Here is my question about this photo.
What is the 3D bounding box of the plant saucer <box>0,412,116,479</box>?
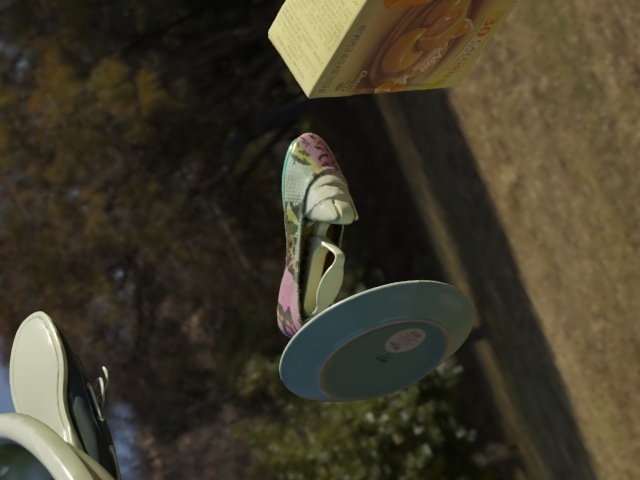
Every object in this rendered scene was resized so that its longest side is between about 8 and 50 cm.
[{"bbox_3d":[-0.163,0.318,1.061,0.400,0.100,0.400,20,114,53],"label":"plant saucer"}]

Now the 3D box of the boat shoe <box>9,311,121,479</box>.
[{"bbox_3d":[-0.285,0.198,1.638,0.079,0.095,0.254,15,-140,-48],"label":"boat shoe"}]

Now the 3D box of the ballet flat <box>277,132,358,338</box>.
[{"bbox_3d":[0.000,0.000,1.495,0.079,0.077,0.221,10,96,54],"label":"ballet flat"}]

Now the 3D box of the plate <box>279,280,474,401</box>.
[{"bbox_3d":[0.055,0.102,1.304,0.188,0.188,0.024,60,-172,-55],"label":"plate"}]

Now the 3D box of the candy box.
[{"bbox_3d":[0.106,-0.258,1.180,0.087,0.183,0.316,58,136,26],"label":"candy box"}]
